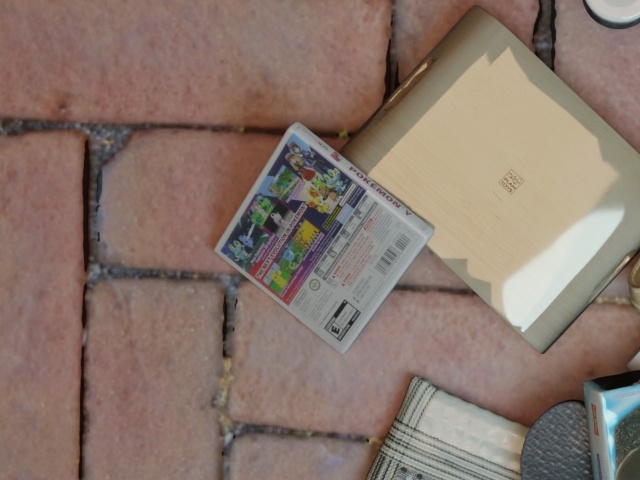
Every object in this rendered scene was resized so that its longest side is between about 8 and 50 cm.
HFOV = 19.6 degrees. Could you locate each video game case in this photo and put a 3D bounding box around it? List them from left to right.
[{"bbox_3d":[0.000,0.000,1.940,0.183,0.023,0.201,39,131,5],"label":"video game case"}]

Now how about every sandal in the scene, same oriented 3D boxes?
[{"bbox_3d":[0.268,0.282,1.900,0.097,0.054,0.255,-9,102,19],"label":"sandal"}]

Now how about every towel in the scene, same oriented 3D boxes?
[{"bbox_3d":[0.183,0.346,1.960,0.324,0.056,0.312,24,96,6],"label":"towel"}]

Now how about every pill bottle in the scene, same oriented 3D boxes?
[{"bbox_3d":[0.303,-0.254,1.875,0.078,0.137,0.078,0,92,8],"label":"pill bottle"}]

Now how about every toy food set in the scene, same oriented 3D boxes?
[{"bbox_3d":[0.197,-0.063,1.934,0.306,0.092,0.220,43,93,-1],"label":"toy food set"}]

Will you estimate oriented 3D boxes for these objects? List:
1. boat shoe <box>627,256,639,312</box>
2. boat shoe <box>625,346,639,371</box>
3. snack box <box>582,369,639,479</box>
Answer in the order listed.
[{"bbox_3d":[0.409,-0.054,1.867,0.302,0.109,0.098,-46,115,3],"label":"boat shoe"},{"bbox_3d":[0.433,0.073,1.890,0.258,0.095,0.084,-39,82,10],"label":"boat shoe"},{"bbox_3d":[0.428,0.205,1.848,0.321,0.060,0.187,-10,100,-12],"label":"snack box"}]
